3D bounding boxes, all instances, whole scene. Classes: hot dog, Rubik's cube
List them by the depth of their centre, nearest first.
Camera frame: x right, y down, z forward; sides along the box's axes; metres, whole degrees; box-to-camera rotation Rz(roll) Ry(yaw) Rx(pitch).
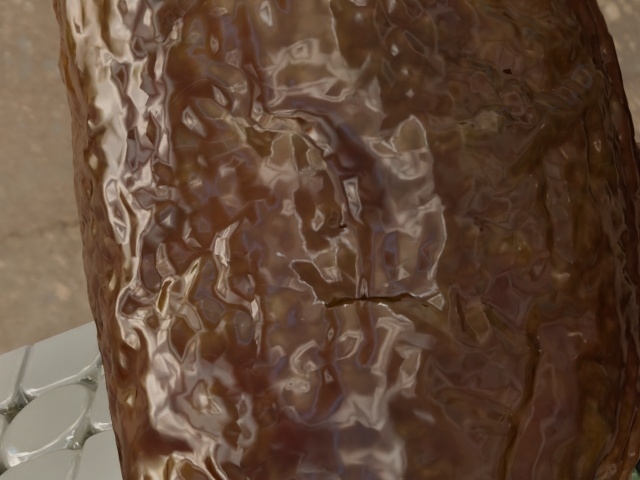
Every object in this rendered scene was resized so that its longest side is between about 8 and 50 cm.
[{"bbox_3d":[0.000,0.000,0.658,0.267,0.174,0.387,-7,91,30],"label":"hot dog"},{"bbox_3d":[-0.186,0.270,1.430,0.290,0.291,0.291,-22,32,16],"label":"Rubik's cube"}]

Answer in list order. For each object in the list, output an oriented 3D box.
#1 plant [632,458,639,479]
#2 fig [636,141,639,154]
[{"bbox_3d":[0.231,0.159,1.063,0.102,0.051,0.051,-28,70,6],"label":"plant"},{"bbox_3d":[0.293,-0.024,1.382,0.146,0.201,0.134,-32,85,20],"label":"fig"}]
